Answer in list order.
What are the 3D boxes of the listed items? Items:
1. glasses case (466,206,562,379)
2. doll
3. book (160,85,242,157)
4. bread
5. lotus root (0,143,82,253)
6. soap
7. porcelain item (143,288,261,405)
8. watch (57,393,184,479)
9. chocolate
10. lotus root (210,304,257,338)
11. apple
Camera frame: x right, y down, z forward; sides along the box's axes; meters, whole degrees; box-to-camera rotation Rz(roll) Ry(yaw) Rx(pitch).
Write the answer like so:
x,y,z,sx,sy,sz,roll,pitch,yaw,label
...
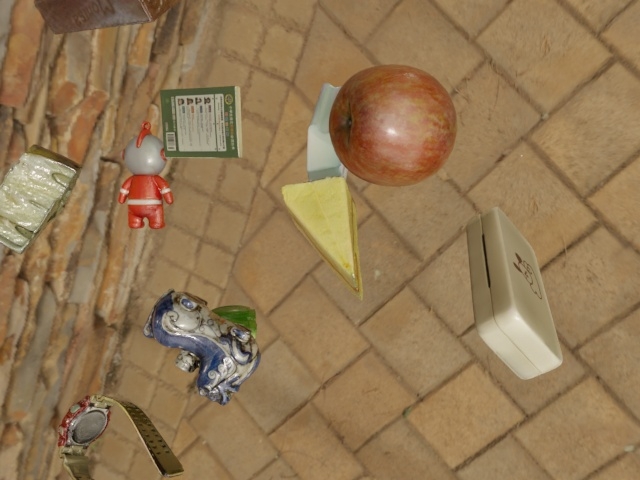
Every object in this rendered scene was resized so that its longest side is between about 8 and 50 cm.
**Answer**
x,y,z,sx,sy,sz,roll,pitch,yaw,label
0.311,0.073,0.901,0.070,0.313,0.131,-35,110,29,glasses case
-0.551,-0.205,1.721,0.199,0.105,0.337,1,94,17,doll
-0.349,-0.342,1.590,0.263,0.027,0.202,3,101,23,book
0.002,0.003,1.243,0.162,0.168,0.264,-8,60,9,bread
-0.637,-0.099,1.212,0.119,0.138,0.235,36,89,-14,lotus root
0.030,-0.277,1.456,0.095,0.290,0.173,2,134,11,soap
-0.286,0.248,1.299,0.287,0.138,0.186,32,85,0,porcelain item
-0.383,0.400,1.016,0.268,0.102,0.165,34,87,34,watch
-0.462,-0.507,1.150,0.320,0.112,0.112,7,144,26,chocolate
-0.291,0.261,1.546,0.186,0.186,0.186,3,99,20,lotus root
0.107,-0.176,0.842,0.188,0.173,0.189,2,92,63,apple
